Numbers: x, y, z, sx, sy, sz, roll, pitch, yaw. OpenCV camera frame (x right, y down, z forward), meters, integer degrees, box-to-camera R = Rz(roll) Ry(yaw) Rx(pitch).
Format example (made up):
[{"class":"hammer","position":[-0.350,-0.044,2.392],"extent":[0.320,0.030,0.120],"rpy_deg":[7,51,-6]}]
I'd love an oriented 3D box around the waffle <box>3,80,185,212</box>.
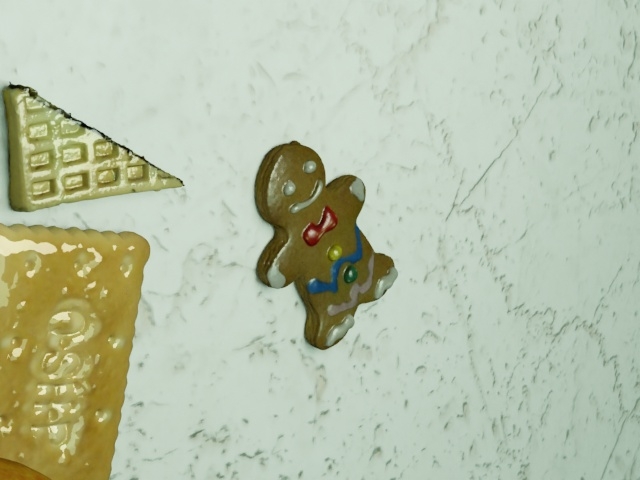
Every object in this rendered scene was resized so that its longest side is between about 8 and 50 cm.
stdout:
[{"class":"waffle","position":[-0.167,-0.076,0.900],"extent":[0.152,0.023,0.098],"rpy_deg":[-11,110,-39]}]

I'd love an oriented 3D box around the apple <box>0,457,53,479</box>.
[{"class":"apple","position":[-0.244,0.301,0.757],"extent":[0.299,0.275,0.299],"rpy_deg":[-12,117,-25]}]

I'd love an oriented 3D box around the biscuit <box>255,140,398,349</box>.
[{"class":"biscuit","position":[0.000,0.000,1.077],"extent":[0.138,0.031,0.205],"rpy_deg":[-43,126,-25]}]

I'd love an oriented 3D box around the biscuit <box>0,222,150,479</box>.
[{"class":"biscuit","position":[-0.213,0.112,0.907],"extent":[0.160,0.030,0.250],"rpy_deg":[5,99,-44]}]
